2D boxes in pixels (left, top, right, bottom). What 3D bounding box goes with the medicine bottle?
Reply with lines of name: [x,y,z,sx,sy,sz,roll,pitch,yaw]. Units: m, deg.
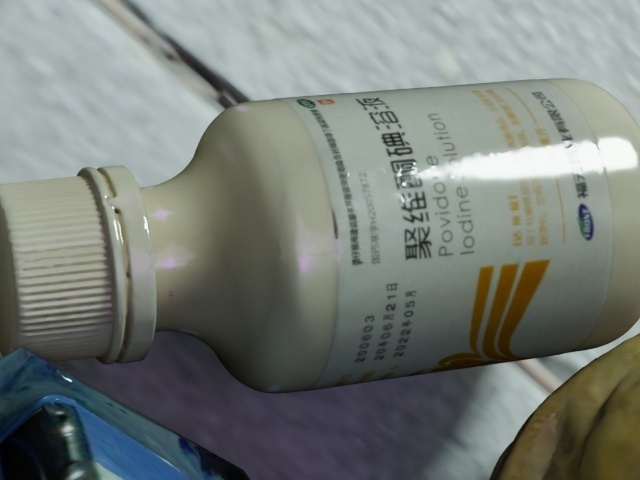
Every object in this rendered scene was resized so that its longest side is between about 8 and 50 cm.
medicine bottle: [0.000,0.000,0.589,0.252,0.114,0.114,-6,90,-20]

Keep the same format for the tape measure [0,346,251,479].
tape measure: [-0.074,0.214,0.510,0.262,0.138,0.259,-48,115,-5]

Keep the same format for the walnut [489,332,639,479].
walnut: [0.154,0.155,0.604,0.198,0.198,0.245,-6,81,-21]
